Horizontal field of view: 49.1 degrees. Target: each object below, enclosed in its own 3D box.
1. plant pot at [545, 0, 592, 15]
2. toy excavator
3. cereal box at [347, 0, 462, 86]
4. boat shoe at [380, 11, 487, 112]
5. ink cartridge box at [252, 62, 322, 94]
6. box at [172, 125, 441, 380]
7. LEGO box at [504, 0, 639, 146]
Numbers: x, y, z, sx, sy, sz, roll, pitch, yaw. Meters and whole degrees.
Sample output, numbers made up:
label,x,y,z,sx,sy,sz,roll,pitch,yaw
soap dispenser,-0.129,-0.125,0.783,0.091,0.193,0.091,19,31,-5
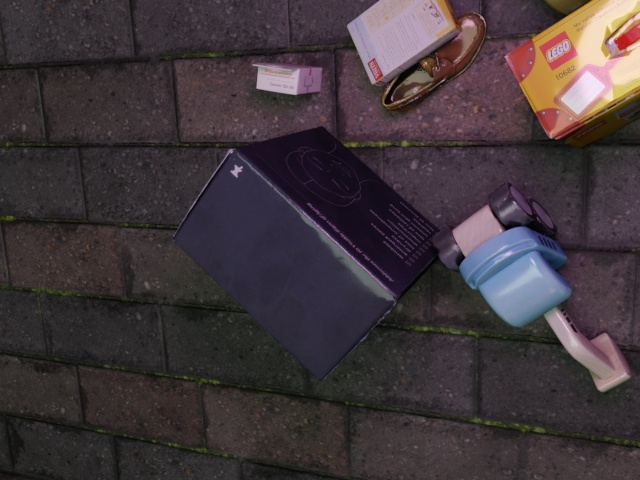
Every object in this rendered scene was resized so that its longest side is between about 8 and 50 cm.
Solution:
label,x,y,z,sx,sy,sz,roll,pitch,yaw
plant pot,0.570,-0.646,1.381,0.353,0.366,0.366,-36,88,37
toy excavator,0.514,0.138,1.629,0.222,0.433,0.445,-37,59,26
cereal box,0.191,-0.495,1.631,0.240,0.047,0.173,-29,74,32
boat shoe,0.271,-0.417,1.674,0.111,0.104,0.307,48,115,7
ink cartridge box,-0.085,-0.411,1.775,0.115,0.198,0.067,12,108,20
box,0.000,0.000,1.692,0.480,0.472,0.297,43,115,8
LEGO box,0.661,-0.388,1.356,0.500,0.372,0.193,-30,79,26
